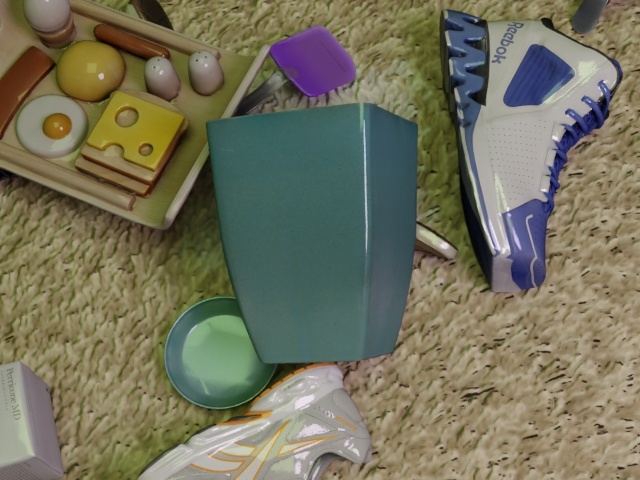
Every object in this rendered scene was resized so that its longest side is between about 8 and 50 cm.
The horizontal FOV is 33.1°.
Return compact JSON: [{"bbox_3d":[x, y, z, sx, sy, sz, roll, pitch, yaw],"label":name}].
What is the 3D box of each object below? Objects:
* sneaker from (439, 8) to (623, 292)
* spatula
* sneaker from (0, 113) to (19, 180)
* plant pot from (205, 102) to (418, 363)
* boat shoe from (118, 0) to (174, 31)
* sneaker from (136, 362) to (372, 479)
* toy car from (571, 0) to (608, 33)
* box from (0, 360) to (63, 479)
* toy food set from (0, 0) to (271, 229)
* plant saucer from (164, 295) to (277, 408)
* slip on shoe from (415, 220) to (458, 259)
[{"bbox_3d":[0.230,-0.116,1.119,0.182,0.127,0.316,-7,67,4],"label":"sneaker"},{"bbox_3d":[-0.084,-0.148,1.177,0.296,0.030,0.084,-35,77,-21],"label":"spatula"},{"bbox_3d":[-0.377,-0.059,1.165,0.226,0.086,0.164,10,69,9],"label":"sneaker"},{"bbox_3d":[0.000,0.000,1.055,0.165,0.165,0.234,-3,87,21],"label":"plant pot"},{"bbox_3d":[-0.183,-0.180,1.218,0.072,0.068,0.190,-30,75,29],"label":"boat shoe"},{"bbox_3d":[-0.068,0.228,1.028,0.262,0.099,0.121,-32,74,-7],"label":"sneaker"},{"bbox_3d":[0.346,-0.323,1.214,0.188,0.149,0.155,-39,64,20],"label":"toy car"},{"bbox_3d":[-0.313,0.187,1.057,0.087,0.102,0.101,-15,67,-4],"label":"box"},{"bbox_3d":[-0.232,-0.161,1.103,0.306,0.092,0.220,22,69,12],"label":"toy food set"},{"bbox_3d":[-0.101,0.117,1.110,0.119,0.021,0.119,-2,69,5],"label":"plant saucer"},{"bbox_3d":[0.080,-0.008,1.133,0.135,0.051,0.041,29,96,13],"label":"slip on shoe"}]
